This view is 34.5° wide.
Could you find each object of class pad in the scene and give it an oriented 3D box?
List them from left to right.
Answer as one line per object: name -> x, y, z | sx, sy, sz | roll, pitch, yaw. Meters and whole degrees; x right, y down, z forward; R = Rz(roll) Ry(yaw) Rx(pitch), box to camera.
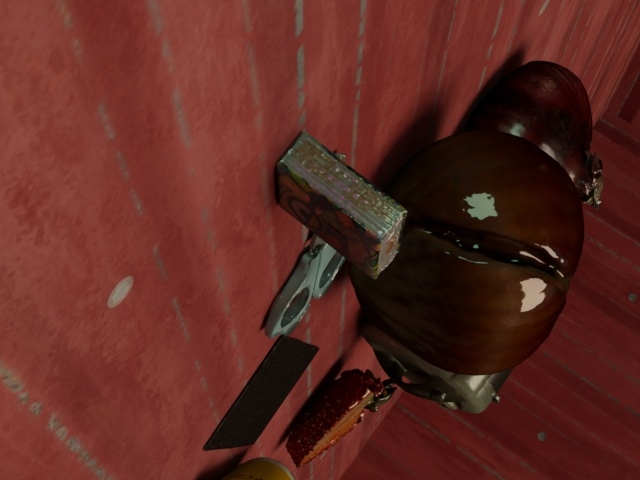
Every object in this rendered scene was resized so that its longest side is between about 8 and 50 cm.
pad -> -0.091, 0.259, 1.740 | 0.220, 0.004, 0.330 | -55, 166, -3

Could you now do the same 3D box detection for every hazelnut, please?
hazelnut -> 0.231, 0.029, 1.625 | 0.359, 0.359, 0.409 | -49, 156, -28

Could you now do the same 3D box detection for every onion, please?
onion -> 0.409, -0.154, 1.928 | 0.347, 0.285, 0.348 | -45, 152, -32

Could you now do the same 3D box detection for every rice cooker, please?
rice cooker -> 0.264, 0.175, 2.141 | 0.325, 0.335, 0.335 | -54, 166, -10

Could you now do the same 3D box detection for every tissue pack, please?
tissue pack -> 0.021, -0.036, 1.136 | 0.060, 0.148, 0.109 | -47, 164, -17

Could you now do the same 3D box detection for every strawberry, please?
strawberry -> 0.033, 0.356, 2.193 | 0.286, 0.106, 0.188 | -32, 157, -28

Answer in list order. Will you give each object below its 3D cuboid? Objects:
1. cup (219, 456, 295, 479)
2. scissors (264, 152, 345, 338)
cup -> -0.130, 0.479, 1.765 | 0.196, 0.196, 0.279 | -59, 173, 14
scissors -> 0.001, 0.001, 1.405 | 0.191, 0.029, 0.360 | -45, 163, -33
